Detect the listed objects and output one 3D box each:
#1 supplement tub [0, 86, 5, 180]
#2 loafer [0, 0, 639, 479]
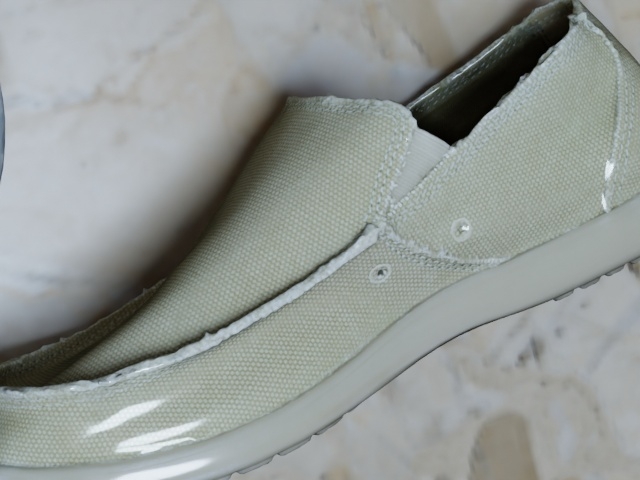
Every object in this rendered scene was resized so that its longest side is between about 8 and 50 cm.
[{"bbox_3d":[-0.263,-0.007,0.448,0.338,0.207,0.207,-34,105,-26],"label":"supplement tub"},{"bbox_3d":[0.000,0.000,0.619,0.268,0.102,0.092,-26,102,-20],"label":"loafer"}]
